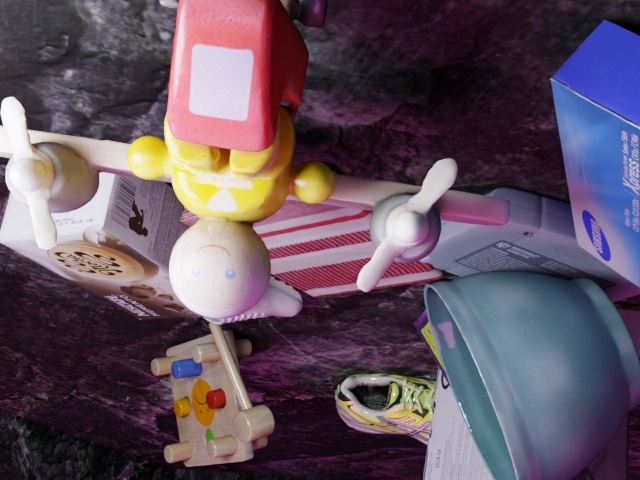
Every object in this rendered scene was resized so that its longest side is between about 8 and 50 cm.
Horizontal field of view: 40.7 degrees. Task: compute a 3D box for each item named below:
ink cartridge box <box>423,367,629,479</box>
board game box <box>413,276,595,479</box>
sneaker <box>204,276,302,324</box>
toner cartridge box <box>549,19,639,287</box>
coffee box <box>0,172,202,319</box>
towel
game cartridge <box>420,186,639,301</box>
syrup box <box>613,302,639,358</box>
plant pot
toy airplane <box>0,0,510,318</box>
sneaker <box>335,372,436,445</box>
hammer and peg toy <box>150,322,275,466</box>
[{"bbox_3d":[0.341,0.332,1.551,0.151,0.270,0.395,31,148,-33],"label":"ink cartridge box"},{"bbox_3d":[0.267,0.237,1.312,0.056,0.347,0.208,-26,164,-13],"label":"board game box"},{"bbox_3d":[-0.137,0.095,1.377,0.235,0.095,0.090,18,153,-26],"label":"sneaker"},{"bbox_3d":[0.322,-0.047,0.825,0.165,0.075,0.348,40,174,31],"label":"toner cartridge box"},{"bbox_3d":[-0.256,0.003,1.165,0.168,0.119,0.297,-5,154,25],"label":"coffee box"},{"bbox_3d":[0.000,0.000,1.191,0.237,0.037,0.329,-10,153,31],"label":"towel"},{"bbox_3d":[0.287,0.017,1.117,0.294,0.060,0.196,19,158,-26],"label":"game cartridge"},{"bbox_3d":[0.388,0.147,1.331,0.236,0.093,0.096,7,157,3],"label":"syrup box"},{"bbox_3d":[0.276,0.159,1.082,0.196,0.293,0.293,-20,155,-2],"label":"plant pot"},{"bbox_3d":[-0.080,-0.053,0.788,0.386,0.272,0.384,-13,150,39],"label":"toy airplane"},{"bbox_3d":[0.212,0.357,1.814,0.384,0.145,0.147,0,156,14],"label":"sneaker"},{"bbox_3d":[-0.197,0.305,1.709,0.127,0.266,0.361,-3,167,-38],"label":"hammer and peg toy"}]
